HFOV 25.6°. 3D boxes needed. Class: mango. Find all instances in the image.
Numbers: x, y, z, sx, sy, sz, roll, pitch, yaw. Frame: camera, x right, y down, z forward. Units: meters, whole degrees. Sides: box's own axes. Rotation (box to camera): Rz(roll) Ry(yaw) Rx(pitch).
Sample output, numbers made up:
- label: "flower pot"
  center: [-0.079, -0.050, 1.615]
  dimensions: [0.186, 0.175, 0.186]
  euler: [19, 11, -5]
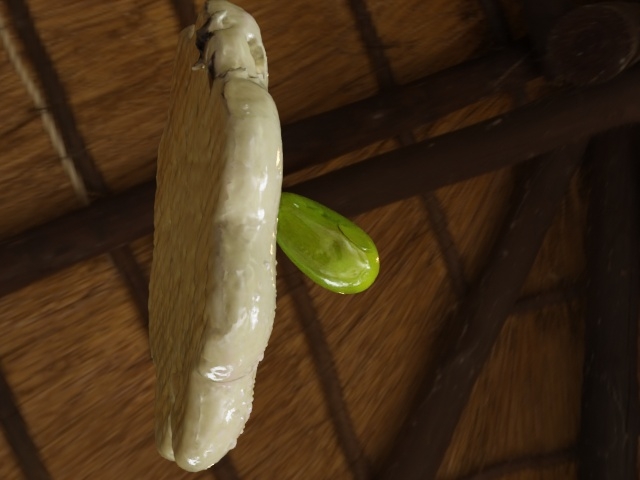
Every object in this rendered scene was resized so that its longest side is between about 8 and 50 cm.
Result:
- label: "mango"
  center: [0.000, 0.000, 1.141]
  dimensions: [0.108, 0.073, 0.056]
  euler: [39, -78, -12]

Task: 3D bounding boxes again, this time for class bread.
- label: "bread"
  center: [-0.073, -0.001, 0.931]
  dimensions: [0.054, 0.316, 0.316]
  euler: [3, -79, -15]
